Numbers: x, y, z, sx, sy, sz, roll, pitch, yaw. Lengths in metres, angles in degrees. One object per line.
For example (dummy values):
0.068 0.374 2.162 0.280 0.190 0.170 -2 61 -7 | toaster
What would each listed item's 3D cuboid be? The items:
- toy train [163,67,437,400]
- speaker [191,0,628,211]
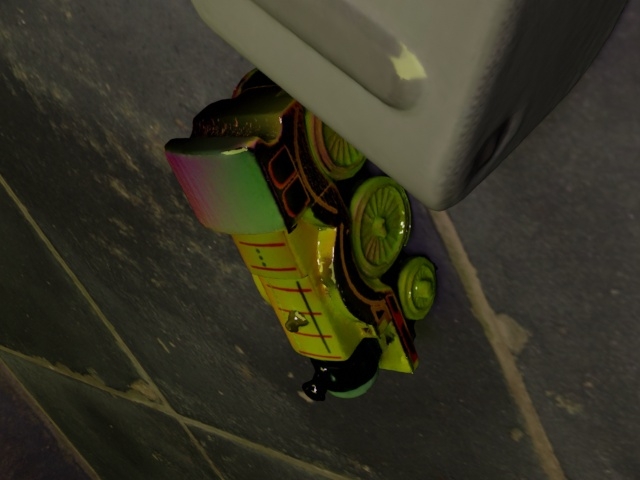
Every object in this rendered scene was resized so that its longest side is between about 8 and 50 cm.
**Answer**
0.000 0.000 0.677 0.100 0.161 0.296 5 133 38 | toy train
0.057 -0.211 0.327 0.184 0.183 0.406 38 150 18 | speaker
